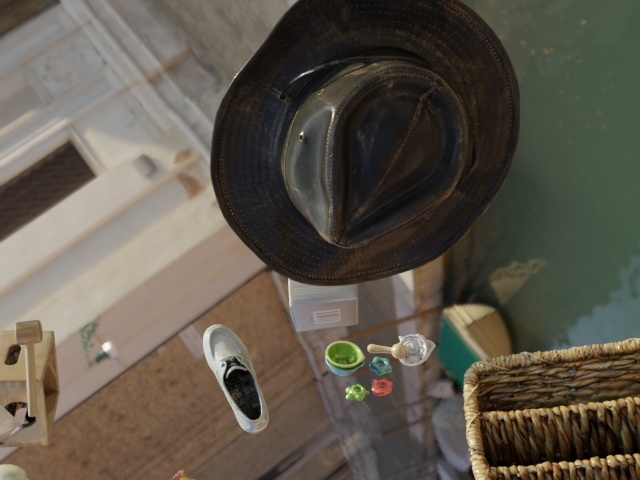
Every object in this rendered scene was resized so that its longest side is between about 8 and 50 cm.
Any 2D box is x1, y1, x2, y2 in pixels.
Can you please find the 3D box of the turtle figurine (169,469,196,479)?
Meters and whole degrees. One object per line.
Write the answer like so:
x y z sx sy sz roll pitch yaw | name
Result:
-0.128 0.388 0.909 0.087 0.270 0.217 18 158 -26 | turtle figurine

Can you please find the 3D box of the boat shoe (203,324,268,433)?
-0.157 0.251 1.598 0.227 0.079 0.081 62 163 21 | boat shoe

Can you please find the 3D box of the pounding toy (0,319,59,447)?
-0.450 0.203 1.244 0.181 0.094 0.206 -104 16 -59 | pounding toy

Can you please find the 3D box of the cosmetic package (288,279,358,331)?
0.000 0.000 1.248 0.127 0.107 0.238 81 -178 -65 | cosmetic package

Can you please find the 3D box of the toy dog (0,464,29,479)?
-0.566 0.595 1.335 0.284 0.395 0.408 40 -173 2 | toy dog

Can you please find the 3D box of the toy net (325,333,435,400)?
0.126 0.217 1.553 0.122 0.232 0.045 45 140 45 | toy net

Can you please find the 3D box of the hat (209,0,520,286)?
0.055 -0.077 0.811 0.331 0.331 0.134 58 -174 -25 | hat

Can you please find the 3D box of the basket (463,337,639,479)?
0.340 0.275 1.070 0.213 0.299 0.223 -67 -32 -68 | basket

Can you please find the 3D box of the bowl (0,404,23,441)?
-0.437 0.200 1.046 0.142 0.053 0.142 42 160 1 | bowl
